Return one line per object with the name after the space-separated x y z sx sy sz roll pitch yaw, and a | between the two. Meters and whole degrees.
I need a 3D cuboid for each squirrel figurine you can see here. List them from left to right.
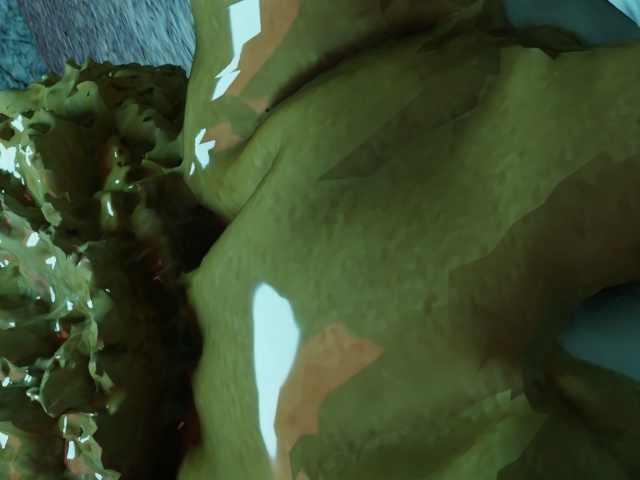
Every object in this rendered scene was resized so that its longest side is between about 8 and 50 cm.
0.000 0.000 0.550 0.281 0.397 0.370 -19 -93 -64 | squirrel figurine
